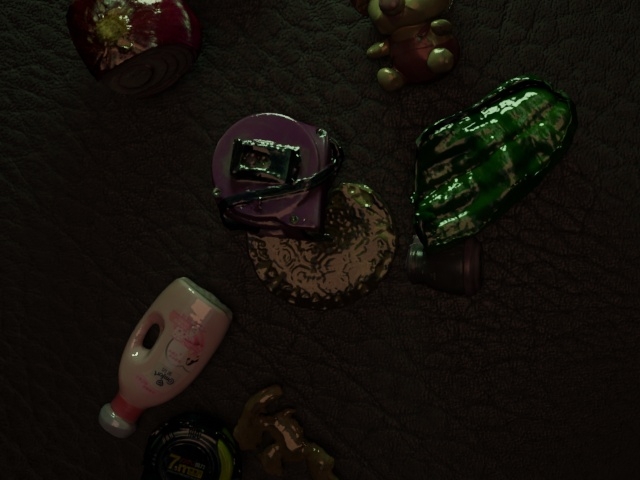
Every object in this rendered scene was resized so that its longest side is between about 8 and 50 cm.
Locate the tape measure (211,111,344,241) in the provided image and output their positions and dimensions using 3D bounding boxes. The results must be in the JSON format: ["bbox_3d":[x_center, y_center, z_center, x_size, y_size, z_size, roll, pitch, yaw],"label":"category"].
[{"bbox_3d":[-0.082,-0.121,1.873,0.245,0.149,0.232,3,78,7],"label":"tape measure"}]

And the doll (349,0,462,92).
[{"bbox_3d":[0.162,-0.414,1.847,0.196,0.152,0.256,-14,93,6],"label":"doll"}]

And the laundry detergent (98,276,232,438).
[{"bbox_3d":[-0.320,0.240,1.973,0.159,0.088,0.335,38,97,6],"label":"laundry detergent"}]

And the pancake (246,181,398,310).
[{"bbox_3d":[0.000,0.000,1.955,0.286,0.033,0.288,43,96,3],"label":"pancake"}]

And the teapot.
[{"bbox_3d":[0.234,0.031,1.897,0.146,0.116,0.148,1,98,15],"label":"teapot"}]

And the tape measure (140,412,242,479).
[{"bbox_3d":[-0.248,0.434,1.971,0.199,0.112,0.186,18,103,-2],"label":"tape measure"}]

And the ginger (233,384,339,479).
[{"bbox_3d":[-0.067,0.416,1.980,0.149,0.065,0.259,-37,96,19],"label":"ginger"}]

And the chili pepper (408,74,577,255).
[{"bbox_3d":[0.301,-0.146,1.845,0.385,0.167,0.213,-41,75,0],"label":"chili pepper"}]

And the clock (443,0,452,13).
[{"bbox_3d":[0.215,-0.469,1.909,0.083,0.010,0.074,45,97,1],"label":"clock"}]

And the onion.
[{"bbox_3d":[-0.342,-0.397,1.848,0.206,0.216,0.207,-31,84,7],"label":"onion"}]
